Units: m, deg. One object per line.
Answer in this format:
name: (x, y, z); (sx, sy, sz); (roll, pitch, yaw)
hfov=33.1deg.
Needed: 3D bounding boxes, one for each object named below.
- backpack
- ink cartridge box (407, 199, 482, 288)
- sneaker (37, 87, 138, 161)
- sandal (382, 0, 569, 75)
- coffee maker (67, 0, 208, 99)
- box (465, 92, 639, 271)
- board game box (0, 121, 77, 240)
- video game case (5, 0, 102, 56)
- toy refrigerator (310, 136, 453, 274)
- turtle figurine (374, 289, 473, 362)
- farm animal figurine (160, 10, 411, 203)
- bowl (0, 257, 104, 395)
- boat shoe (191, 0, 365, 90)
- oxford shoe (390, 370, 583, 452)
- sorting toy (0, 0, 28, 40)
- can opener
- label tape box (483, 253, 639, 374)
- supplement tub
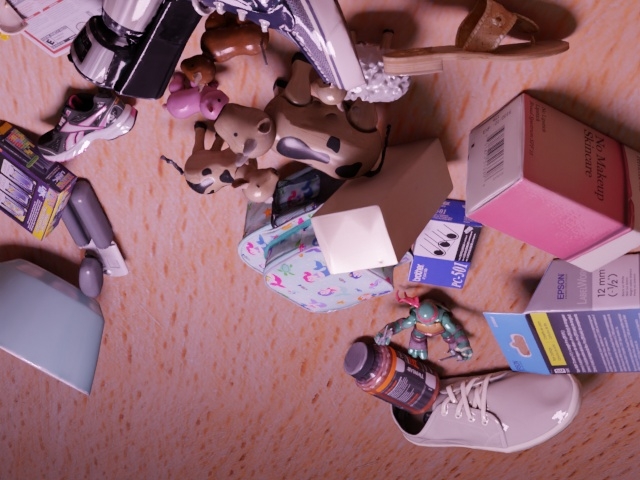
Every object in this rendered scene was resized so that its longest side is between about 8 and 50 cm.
backpack: (0.000, 0.000, 1.686); (0.253, 0.191, 0.225); (-16, 143, 42)
ink cartridge box: (0.204, 0.006, 1.771); (0.097, 0.046, 0.207); (8, 150, 2)
sneaker: (-0.354, -0.180, 1.585); (0.178, 0.072, 0.077); (-21, 128, 27)
sandal: (0.190, -0.255, 1.302); (0.240, 0.088, 0.079); (-10, 109, -11)
coffee maker: (-0.194, -0.261, 1.300); (0.171, 0.120, 0.178); (22, 128, -17)
box: (0.331, -0.077, 1.501); (0.232, 0.149, 0.127); (22, 146, -23)
board game box: (-0.470, -0.091, 1.716); (0.141, 0.048, 0.170); (37, 145, -4)
video game case: (-0.370, -0.347, 1.333); (0.204, 0.025, 0.285); (-16, 142, 35)
toy refrigerator: (0.093, -0.049, 1.483); (0.102, 0.269, 0.094); (-10, 109, 27)
turtle figurine: (0.201, 0.165, 1.972); (0.175, 0.118, 0.234); (14, 168, 18)
farm animal figurine: (-0.063, -0.148, 1.450); (0.326, 0.172, 0.330); (9, 149, -2)
bowl: (-0.528, 0.144, 2.003); (0.311, 0.163, 0.311); (26, 167, 6)
boat shoe: (-0.079, -0.288, 1.208); (0.158, 0.127, 0.340); (-24, 125, 9)
oxford shoe: (0.320, 0.340, 2.196); (0.449, 0.169, 0.130); (-14, 142, 41)
sorting toy: (-0.433, -0.293, 1.386); (0.075, 0.045, 0.083); (13, 155, 31)
can opener: (-0.398, 0.000, 1.867); (0.074, 0.093, 0.280); (4, 144, 8)
label tape box: (0.480, 0.131, 1.857); (0.347, 0.115, 0.249); (-3, 147, 23)
supplement tub: (0.141, 0.272, 2.172); (0.198, 0.106, 0.106); (29, 143, -32)
